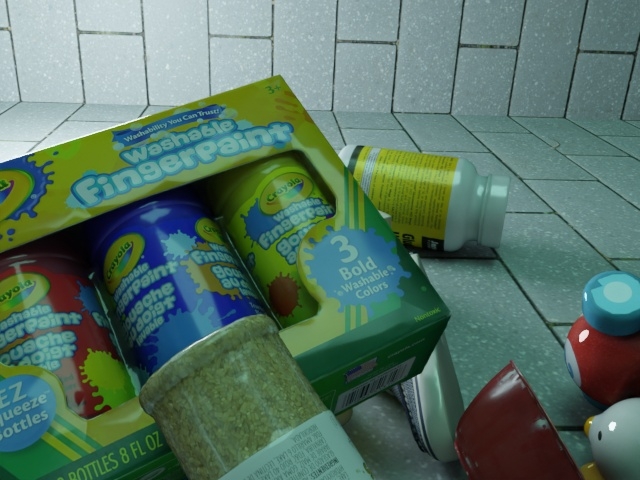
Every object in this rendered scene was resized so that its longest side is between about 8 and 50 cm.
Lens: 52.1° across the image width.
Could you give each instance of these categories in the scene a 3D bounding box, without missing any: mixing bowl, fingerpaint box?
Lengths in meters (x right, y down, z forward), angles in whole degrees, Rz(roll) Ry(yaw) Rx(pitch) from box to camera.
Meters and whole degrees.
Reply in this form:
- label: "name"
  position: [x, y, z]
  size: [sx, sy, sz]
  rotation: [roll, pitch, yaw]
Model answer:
- label: "mixing bowl"
  position: [0.202, 0.227, 0.674]
  size: [0.098, 0.181, 0.181]
  rotation: [-30, 24, 7]
- label: "fingerpaint box"
  position: [-0.156, 0.052, 0.694]
  size: [0.444, 0.163, 0.371]
  rotation: [-22, 60, -19]

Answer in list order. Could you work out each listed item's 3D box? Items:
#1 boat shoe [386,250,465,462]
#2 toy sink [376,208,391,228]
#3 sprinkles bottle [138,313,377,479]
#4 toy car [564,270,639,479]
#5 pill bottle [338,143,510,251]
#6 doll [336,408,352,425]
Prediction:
- label: "boat shoe"
  position: [0.088, 0.159, 0.871]
  size: [0.158, 0.127, 0.340]
  rotation: [-20, 30, 13]
- label: "toy sink"
  position: [0.000, 0.000, 1.145]
  size: [0.131, 0.153, 0.234]
  rotation: [-16, 29, -36]
- label: "sprinkles bottle"
  position: [0.008, 0.226, 0.457]
  size: [0.121, 0.121, 0.355]
  rotation: [-21, 69, -42]
- label: "toy car"
  position: [0.355, 0.202, 0.740]
  size: [0.210, 0.219, 0.238]
  rotation: [20, 58, 34]
- label: "pill bottle"
  position: [0.197, -0.080, 1.302]
  size: [0.334, 0.188, 0.188]
  rotation: [10, 25, 15]
- label: "doll"
  position: [-0.016, 0.173, 0.849]
  size: [0.129, 0.046, 0.189]
  rotation: [-40, 36, -8]
